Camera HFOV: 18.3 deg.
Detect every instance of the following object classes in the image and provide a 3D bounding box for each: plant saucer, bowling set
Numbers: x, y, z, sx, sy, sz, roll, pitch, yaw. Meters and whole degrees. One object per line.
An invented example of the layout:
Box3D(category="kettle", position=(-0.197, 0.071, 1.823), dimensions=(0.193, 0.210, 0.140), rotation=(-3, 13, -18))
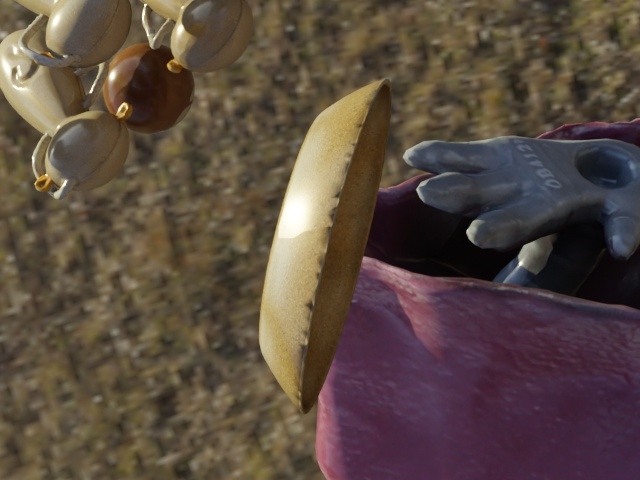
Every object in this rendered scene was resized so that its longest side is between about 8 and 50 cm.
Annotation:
Box3D(category="plant saucer", position=(0.000, 0.000, 0.482), dimensions=(0.015, 0.083, 0.083), rotation=(14, 111, 7))
Box3D(category="bowling set", position=(-0.104, -0.108, 1.073), dimensions=(0.287, 0.200, 0.154), rotation=(-47, 45, 8))

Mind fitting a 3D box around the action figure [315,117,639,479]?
Box3D(category="action figure", position=(0.074, 0.125, 0.667), dimensions=(0.248, 0.276, 0.370), rotation=(26, 126, 24))
